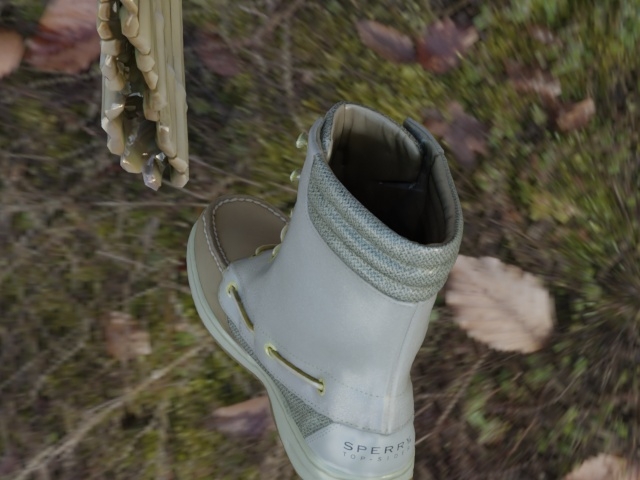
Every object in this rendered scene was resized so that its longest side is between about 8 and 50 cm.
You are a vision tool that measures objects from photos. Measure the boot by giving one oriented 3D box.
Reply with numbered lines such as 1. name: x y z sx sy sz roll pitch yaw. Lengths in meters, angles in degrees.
1. boot: 0.000 0.000 0.904 0.077 0.213 0.165 -6 129 -22

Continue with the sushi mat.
1. sushi mat: -0.054 -0.172 0.459 0.019 0.151 0.316 -7 48 3
